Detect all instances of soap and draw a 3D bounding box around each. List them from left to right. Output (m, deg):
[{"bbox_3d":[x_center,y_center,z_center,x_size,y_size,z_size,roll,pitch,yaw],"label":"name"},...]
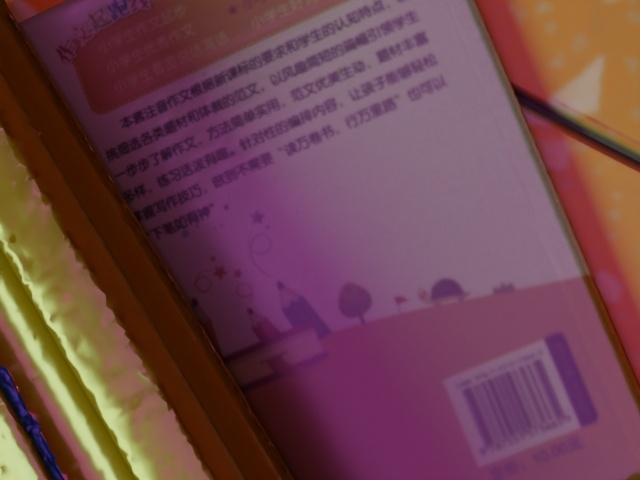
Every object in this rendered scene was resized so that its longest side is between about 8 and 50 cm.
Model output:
[{"bbox_3d":[-0.157,0.058,0.718,0.204,0.096,0.324,-33,81,12],"label":"soap"}]

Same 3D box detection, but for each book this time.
[{"bbox_3d":[0.000,0.000,0.739,0.208,0.020,0.295,-23,84,12],"label":"book"}]
